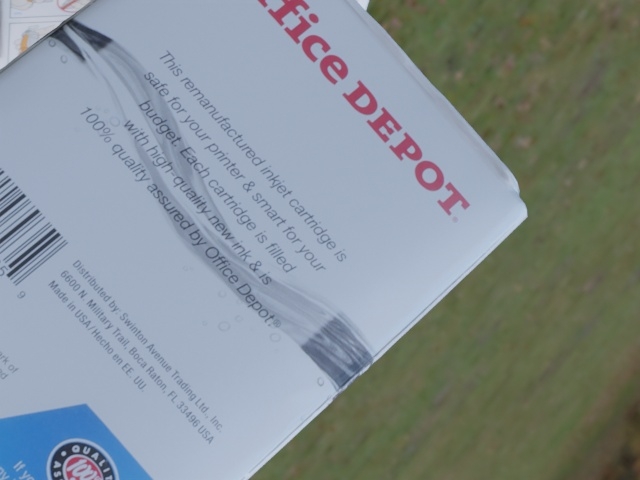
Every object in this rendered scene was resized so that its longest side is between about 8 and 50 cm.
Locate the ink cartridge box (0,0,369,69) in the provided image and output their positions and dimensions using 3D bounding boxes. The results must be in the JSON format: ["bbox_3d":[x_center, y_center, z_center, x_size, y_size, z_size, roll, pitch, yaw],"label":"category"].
[{"bbox_3d":[-0.144,-0.226,1.438,0.385,0.091,0.308,-5,149,-15],"label":"ink cartridge box"}]

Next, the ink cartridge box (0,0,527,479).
[{"bbox_3d":[-0.086,0.010,0.849,0.307,0.223,0.129,-41,179,-20],"label":"ink cartridge box"}]
